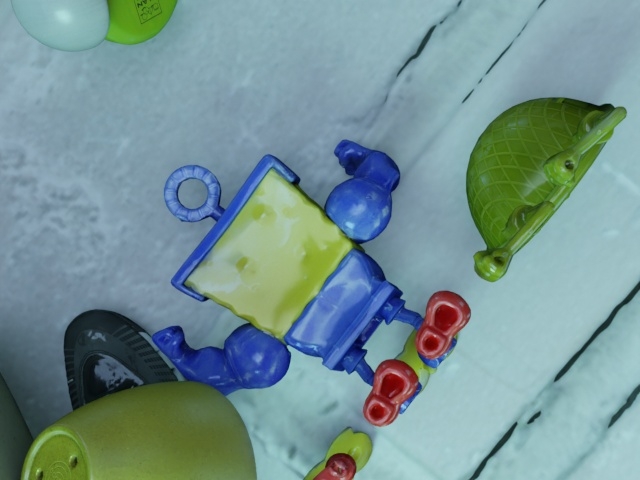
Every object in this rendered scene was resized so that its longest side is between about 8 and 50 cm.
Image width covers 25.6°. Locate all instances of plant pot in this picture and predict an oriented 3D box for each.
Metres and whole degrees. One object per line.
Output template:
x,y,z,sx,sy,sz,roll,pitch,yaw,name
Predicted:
-0.117,0.145,0.823,0.134,0.095,0.134,-11,73,42,plant pot

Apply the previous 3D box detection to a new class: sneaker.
-0.116,0.157,0.942,0.078,0.106,0.234,-20,90,5,sneaker

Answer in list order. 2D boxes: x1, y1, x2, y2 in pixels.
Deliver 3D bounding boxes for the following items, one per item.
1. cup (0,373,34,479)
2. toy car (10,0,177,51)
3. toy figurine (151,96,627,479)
-0.281,0.248,0.883,0.331,0.331,0.237,-32,109,6,cup
-0.162,-0.215,0.922,0.136,0.159,0.182,6,125,46,toy car
0.000,0.000,0.892,0.217,0.191,0.362,37,94,8,toy figurine
